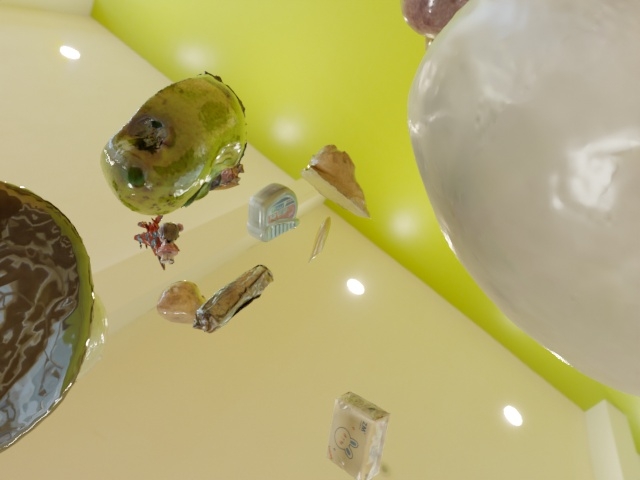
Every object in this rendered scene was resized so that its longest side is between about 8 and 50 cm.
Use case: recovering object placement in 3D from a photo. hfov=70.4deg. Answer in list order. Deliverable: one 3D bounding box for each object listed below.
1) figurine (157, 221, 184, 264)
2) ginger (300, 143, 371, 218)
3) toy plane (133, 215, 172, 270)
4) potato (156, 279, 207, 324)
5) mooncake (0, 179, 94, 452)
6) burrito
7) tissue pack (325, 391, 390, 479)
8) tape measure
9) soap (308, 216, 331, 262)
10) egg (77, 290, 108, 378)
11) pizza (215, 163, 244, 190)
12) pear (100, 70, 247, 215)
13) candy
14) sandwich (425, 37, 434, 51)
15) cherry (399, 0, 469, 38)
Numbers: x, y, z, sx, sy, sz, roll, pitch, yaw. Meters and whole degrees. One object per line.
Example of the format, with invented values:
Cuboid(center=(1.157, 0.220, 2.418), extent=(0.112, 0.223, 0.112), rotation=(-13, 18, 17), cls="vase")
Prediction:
Cuboid(center=(-0.434, 0.004, 1.315), extent=(0.072, 0.054, 0.129), rotation=(1, -119, -15), cls="figurine")
Cuboid(center=(0.055, -0.135, 1.037), extent=(0.193, 0.115, 0.122), rotation=(40, -113, -19), cls="ginger")
Cuboid(center=(-0.512, 0.011, 1.428), extent=(0.061, 0.130, 0.189), rotation=(92, 156, -78), cls="toy plane")
Cuboid(center=(-0.339, 0.155, 1.125), extent=(0.112, 0.112, 0.147), rotation=(52, -176, 26), cls="potato")
Cuboid(center=(-0.379, 0.075, 0.449), extent=(0.156, 0.284, 0.284), rotation=(4, -157, 18), cls="mooncake")
Cuboid(center=(-0.152, 0.103, 0.811), extent=(0.058, 0.044, 0.188), rotation=(19, -143, 29), cls="burrito")
Cuboid(center=(0.102, 0.550, 1.281), extent=(0.149, 0.196, 0.092), rotation=(17, -169, 40), cls="tissue pack")
Cuboid(center=(-0.203, -0.123, 1.936), extent=(0.125, 0.245, 0.243), rotation=(24, -144, 29), cls="tape measure")
Cuboid(center=(0.000, 0.000, 1.443), extent=(0.033, 0.168, 0.089), rotation=(25, -144, 8), cls="soap")
Cuboid(center=(-0.648, 0.204, 1.064), extent=(0.337, 0.201, 0.336), rotation=(11, -107, -38), cls="egg")
Cuboid(center=(-0.320, -0.252, 1.446), extent=(0.069, 0.147, 0.226), rotation=(37, -149, -64), cls="pizza")
Cuboid(center=(-0.239, -0.161, 0.783), extent=(0.164, 0.238, 0.255), rotation=(42, -165, -9), cls="pear")
Cuboid(center=(0.234, -0.031, 0.438), extent=(0.426, 0.186, 0.386), rotation=(59, 173, -11), cls="candy")
Cuboid(center=(0.419, -0.752, 1.479), extent=(0.095, 0.248, 0.273), rotation=(11, -144, 22), cls="sandwich")
Cuboid(center=(0.277, -0.532, 0.876), extent=(0.308, 0.260, 0.221), rotation=(-1, -159, 11), cls="cherry")
